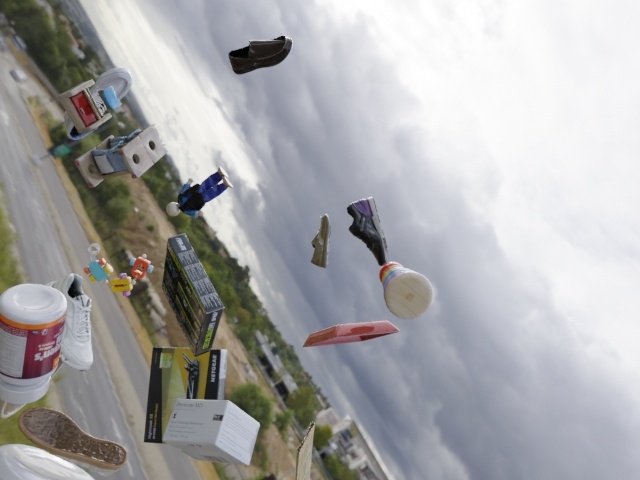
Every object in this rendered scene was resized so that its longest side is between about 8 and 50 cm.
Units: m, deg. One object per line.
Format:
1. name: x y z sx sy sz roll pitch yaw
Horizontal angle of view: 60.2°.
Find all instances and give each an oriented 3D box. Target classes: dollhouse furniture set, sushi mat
1. dollhouse furniture set: -0.429 -0.222 1.110 0.129 0.129 0.184 -65 140 -52
2. sushi mat: -0.055 0.731 1.697 0.151 0.019 0.317 -39 136 -66

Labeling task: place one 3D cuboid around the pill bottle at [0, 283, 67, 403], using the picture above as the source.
1. pill bottle: -0.580 0.207 1.095 0.121 0.121 0.221 49 -53 49

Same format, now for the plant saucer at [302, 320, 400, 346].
1. plant saucer: 0.100 0.323 1.916 0.258 0.258 0.048 -33 -119 58

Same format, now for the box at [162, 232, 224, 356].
1. box: -0.267 0.114 1.131 0.191 0.045 0.184 56 -37 26

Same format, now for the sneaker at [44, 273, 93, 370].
1. sneaker: -0.707 0.229 1.579 0.292 0.118 0.110 64 13 19

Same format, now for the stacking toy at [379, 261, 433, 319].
1. stacking toy: 0.242 0.133 1.722 0.141 0.141 0.330 62 1 -10

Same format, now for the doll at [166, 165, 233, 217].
1. doll: -0.330 -0.123 1.479 0.129 0.188 0.046 61 7 28

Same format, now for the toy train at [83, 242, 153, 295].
1. toy train: -0.512 0.069 1.407 0.166 0.125 0.046 20 13 -4

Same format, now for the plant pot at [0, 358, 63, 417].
1. plant pot: -1.086 0.380 1.899 0.305 0.334 0.334 36 -9 -1

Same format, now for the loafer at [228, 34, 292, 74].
1. loafer: -0.190 -0.579 1.703 0.078 0.219 0.080 44 35 -54

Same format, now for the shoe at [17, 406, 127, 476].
1. shoe: -0.484 0.396 1.067 0.219 0.058 0.077 35 31 -17

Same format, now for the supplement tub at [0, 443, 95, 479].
1. supplement tub: -0.591 0.575 1.031 0.228 0.317 0.228 25 -17 8

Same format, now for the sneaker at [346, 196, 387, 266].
1. sneaker: 0.176 -0.023 2.138 0.107 0.124 0.284 83 -7 -69

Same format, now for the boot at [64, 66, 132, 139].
1. boot: -0.666 -0.404 1.666 0.095 0.258 0.124 38 21 -48

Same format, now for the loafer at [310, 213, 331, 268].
1. loafer: 0.000 0.000 1.474 0.056 0.050 0.148 74 20 -73

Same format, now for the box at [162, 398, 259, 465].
1. box: -0.294 0.522 1.505 0.182 0.180 0.119 56 37 -44

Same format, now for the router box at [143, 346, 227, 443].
1. router box: -0.444 0.513 1.834 0.081 0.242 0.309 56 35 -75
